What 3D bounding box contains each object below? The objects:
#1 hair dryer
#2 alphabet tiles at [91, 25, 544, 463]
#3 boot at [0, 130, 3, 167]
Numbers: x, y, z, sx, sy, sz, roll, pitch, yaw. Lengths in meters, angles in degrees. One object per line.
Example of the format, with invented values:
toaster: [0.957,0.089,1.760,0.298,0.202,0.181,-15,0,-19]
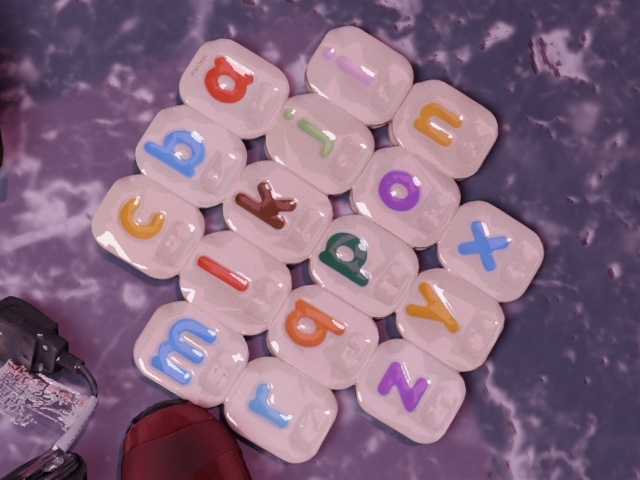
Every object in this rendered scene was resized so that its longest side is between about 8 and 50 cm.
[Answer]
hair dryer: [-0.139,0.183,0.989,0.293,0.080,0.223,28,55,8]
alphabet tiles: [0.000,0.000,1.096,0.278,0.021,0.284,31,77,-3]
boot: [-0.332,-0.131,1.026,0.203,0.095,0.262,-24,83,-13]
